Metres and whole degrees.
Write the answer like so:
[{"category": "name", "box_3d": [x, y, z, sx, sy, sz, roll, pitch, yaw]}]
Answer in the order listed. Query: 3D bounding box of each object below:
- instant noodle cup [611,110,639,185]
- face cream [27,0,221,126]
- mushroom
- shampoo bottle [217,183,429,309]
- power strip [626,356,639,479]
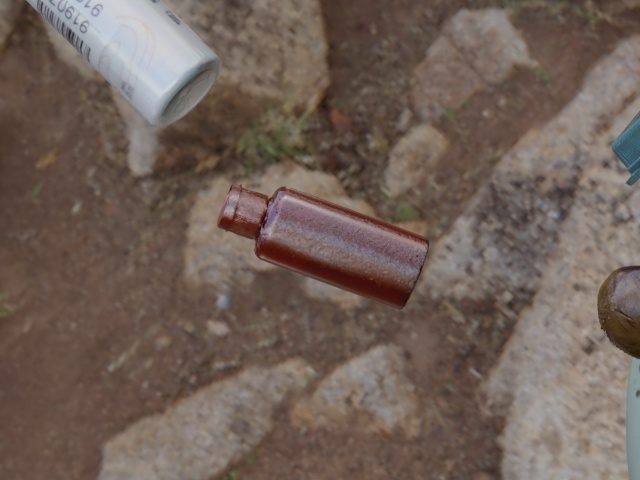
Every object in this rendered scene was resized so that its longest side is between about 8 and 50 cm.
[{"category": "instant noodle cup", "box_3d": [0.499, -0.173, 1.947, 0.157, 0.070, 0.179, -46, -4, -23]}, {"category": "face cream", "box_3d": [-0.200, -0.210, 1.113, 0.082, 0.269, 0.082, -45, -9, -9]}, {"category": "mushroom", "box_3d": [0.341, 0.071, 1.360, 0.127, 0.127, 0.087, -11, 37, 43]}, {"category": "shampoo bottle", "box_3d": [0.000, 0.000, 1.695, 0.064, 0.260, 0.102, -107, 37, -76]}, {"category": "power strip", "box_3d": [0.469, 0.218, 1.531, 0.162, 0.357, 0.357, 0, 48, -3]}]
